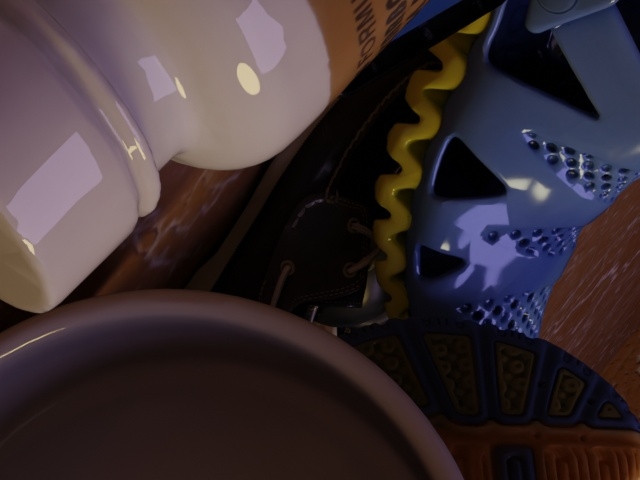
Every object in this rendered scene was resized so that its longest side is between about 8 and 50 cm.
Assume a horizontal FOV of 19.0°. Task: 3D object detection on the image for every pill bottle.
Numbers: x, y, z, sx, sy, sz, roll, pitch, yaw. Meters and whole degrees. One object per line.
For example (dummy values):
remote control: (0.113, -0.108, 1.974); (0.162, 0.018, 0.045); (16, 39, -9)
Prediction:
pill bottle: (-0.033, -0.094, 0.531); (0.229, 0.131, 0.131); (-47, 165, -20)

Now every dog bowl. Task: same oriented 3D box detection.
dog bowl: (-0.061, 0.159, 0.781); (0.265, 0.265, 0.104); (-50, 167, -9)

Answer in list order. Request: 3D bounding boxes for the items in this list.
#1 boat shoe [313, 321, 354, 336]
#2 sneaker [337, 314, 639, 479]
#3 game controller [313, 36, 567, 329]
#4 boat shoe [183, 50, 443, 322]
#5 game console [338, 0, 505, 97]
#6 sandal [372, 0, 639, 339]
boat shoe: (0.022, 0.067, 1.200); (0.258, 0.095, 0.084); (-58, 164, -21)
sneaker: (0.006, 0.115, 0.930); (0.131, 0.296, 0.112); (84, 6, -57)
game controller: (0.095, -0.081, 1.078); (0.319, 0.067, 0.166); (-53, 169, 2)
boat shoe: (0.000, 0.000, 0.971); (0.233, 0.079, 0.084); (-57, 163, 11)
game console: (0.032, -0.142, 0.710); (0.144, 0.085, 0.124); (-36, 158, -50)
sandal: (0.117, -0.066, 0.907); (0.126, 0.138, 0.317); (-28, 135, -54)
